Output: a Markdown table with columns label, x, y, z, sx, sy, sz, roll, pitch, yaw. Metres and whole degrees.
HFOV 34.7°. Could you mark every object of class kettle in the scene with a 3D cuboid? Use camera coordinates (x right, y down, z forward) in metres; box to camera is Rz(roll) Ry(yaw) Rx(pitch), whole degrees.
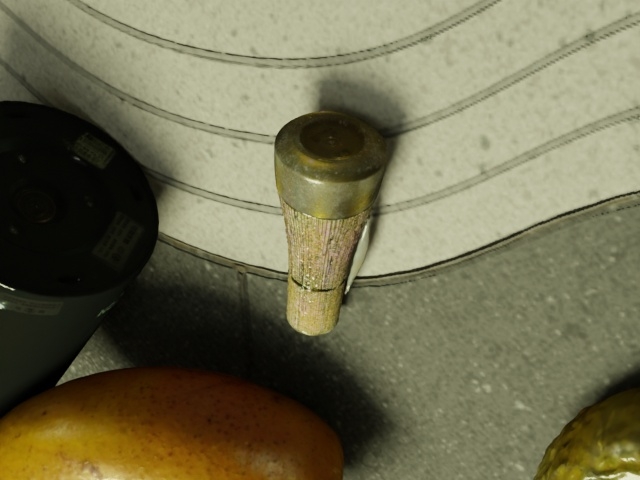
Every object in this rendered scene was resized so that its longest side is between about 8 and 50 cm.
| label | x | y | z | sx | sy | sz | roll | pitch | yaw |
| --- | --- | --- | --- | --- | --- | --- | --- | --- | --- |
| kettle | -0.294 | 0.072 | 0.923 | 0.203 | 0.262 | 0.308 | 12 | 138 | -27 |

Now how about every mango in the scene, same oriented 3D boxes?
| label | x | y | z | sx | sy | sz | roll | pitch | yaw |
| --- | --- | --- | --- | --- | --- | --- | --- | --- | --- |
| mango | -0.150 | 0.211 | 0.929 | 0.350 | 0.201 | 0.199 | 7 | 86 | 3 |

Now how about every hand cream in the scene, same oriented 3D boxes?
| label | x | y | z | sx | sy | sz | roll | pitch | yaw |
| --- | --- | --- | --- | --- | --- | --- | --- | --- | --- |
| hand cream | 0.000 | 0.000 | 0.809 | 0.084 | 0.084 | 0.203 | 24 | 135 | 18 |

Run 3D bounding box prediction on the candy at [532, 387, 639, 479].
| label | x | y | z | sx | sy | sz | roll | pitch | yaw |
| --- | --- | --- | --- | --- | --- | --- | --- | --- | --- |
| candy | 0.276 | 0.225 | 0.752 | 0.260 | 0.118 | 0.260 | 19 | 132 | 22 |
